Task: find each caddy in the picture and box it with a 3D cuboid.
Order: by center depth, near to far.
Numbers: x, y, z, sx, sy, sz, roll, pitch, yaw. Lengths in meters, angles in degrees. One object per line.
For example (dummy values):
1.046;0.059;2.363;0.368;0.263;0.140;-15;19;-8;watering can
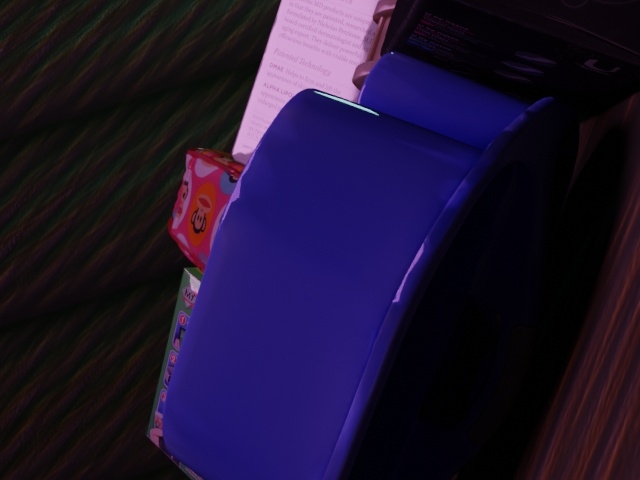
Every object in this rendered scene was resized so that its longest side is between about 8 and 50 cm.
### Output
0.049;0.049;0.998;0.241;0.179;0.341;-31;-34;-54;caddy

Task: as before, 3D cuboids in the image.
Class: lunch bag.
0.000;0.000;1.630;0.293;0.258;0.120;37;112;63;lunch bag

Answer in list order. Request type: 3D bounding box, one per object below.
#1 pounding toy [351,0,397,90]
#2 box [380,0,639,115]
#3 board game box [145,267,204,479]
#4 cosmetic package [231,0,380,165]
0.094;-0.097;1.332;0.269;0.154;0.154;112;176;-70;pounding toy
0.138;-0.181;0.985;0.270;0.143;0.165;152;137;-87;box
-0.065;0.189;1.678;0.317;0.046;0.213;35;117;44;board game box
0.085;-0.224;1.561;0.217;0.156;0.385;9;-78;-53;cosmetic package
